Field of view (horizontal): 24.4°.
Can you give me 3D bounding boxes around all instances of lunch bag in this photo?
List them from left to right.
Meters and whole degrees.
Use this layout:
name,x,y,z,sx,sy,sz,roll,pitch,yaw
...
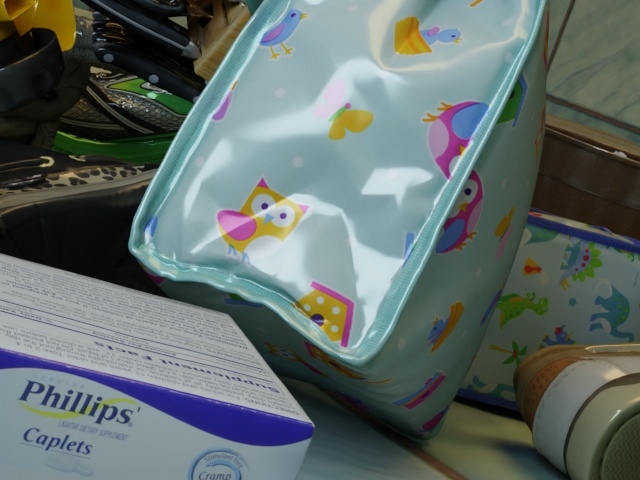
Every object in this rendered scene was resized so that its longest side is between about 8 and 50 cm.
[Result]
name,x,y,z,sx,sy,sz,roll,pitch,yaw
lunch bag,0.038,-0.054,0.759,0.160,0.262,0.223,22,-10,17
lunch bag,0.132,0.043,0.968,0.151,0.128,0.096,12,7,-30

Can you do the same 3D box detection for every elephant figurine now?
name,x,y,z,sx,sy,sz,roll,pitch,yaw
elephant figurine,-0.251,-0.129,1.122,0.239,0.169,0.186,12,25,-9

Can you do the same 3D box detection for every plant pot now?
name,x,y,z,sx,sy,sz,roll,pitch,yaw
plant pot,0.252,-0.013,1.427,0.167,0.165,0.167,19,10,-4

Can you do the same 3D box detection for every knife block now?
name,x,y,z,sx,sy,sz,roll,pitch,yaw
knife block,-0.008,-0.147,0.903,0.276,0.242,0.088,-9,38,-2

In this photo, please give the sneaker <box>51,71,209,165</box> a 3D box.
name,x,y,z,sx,sy,sz,roll,pitch,yaw
sneaker,-0.129,-0.120,1.261,0.344,0.146,0.134,7,12,-3

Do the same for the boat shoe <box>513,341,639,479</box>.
name,x,y,z,sx,sy,sz,roll,pitch,yaw
boat shoe,0.253,0.107,0.897,0.302,0.113,0.103,13,17,-32

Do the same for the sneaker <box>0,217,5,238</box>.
name,x,y,z,sx,sy,sz,roll,pitch,yaw
sneaker,-0.320,-0.102,0.577,0.410,0.182,0.158,14,-24,-33

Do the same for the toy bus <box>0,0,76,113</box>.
name,x,y,z,sx,sy,sz,roll,pitch,yaw
toy bus,-0.274,-0.123,0.808,0.211,0.149,0.220,-3,28,23

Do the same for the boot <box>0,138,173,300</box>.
name,x,y,z,sx,sy,sz,roll,pitch,yaw
boot,-0.163,-0.027,0.874,0.179,0.085,0.236,25,19,34

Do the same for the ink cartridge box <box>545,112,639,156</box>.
name,x,y,z,sx,sy,sz,roll,pitch,yaw
ink cartridge box,0.292,-0.058,1.784,0.279,0.160,0.384,17,10,-14

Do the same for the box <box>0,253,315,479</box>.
name,x,y,z,sx,sy,sz,roll,pitch,yaw
box,-0.086,0.065,0.572,0.126,0.072,0.137,16,9,-21
